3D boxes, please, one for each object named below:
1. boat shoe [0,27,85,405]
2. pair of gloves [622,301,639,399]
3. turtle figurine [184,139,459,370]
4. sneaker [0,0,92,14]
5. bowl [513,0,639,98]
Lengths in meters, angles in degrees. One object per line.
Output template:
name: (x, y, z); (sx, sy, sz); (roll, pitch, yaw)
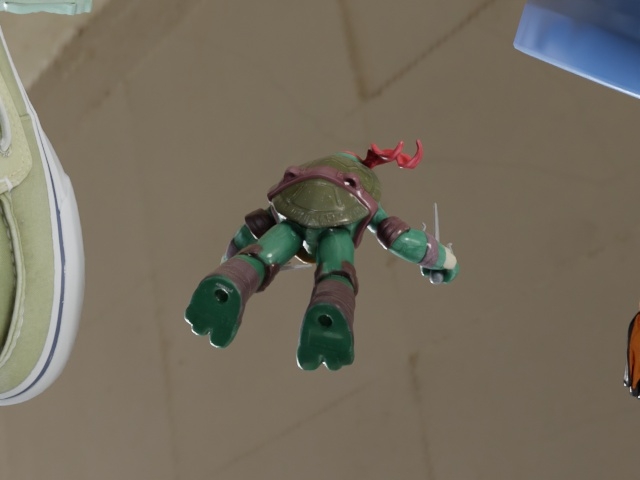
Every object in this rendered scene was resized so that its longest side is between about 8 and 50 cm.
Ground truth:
boat shoe: (-0.191, -0.060, 0.675); (0.094, 0.109, 0.302); (-52, 130, -75)
pair of gloves: (0.198, 0.051, 0.764); (0.010, 0.083, 0.074); (-131, -140, -56)
turtle figurine: (0.000, 0.000, 1.031); (0.175, 0.118, 0.234); (-3, -154, 21)
sneaker: (-0.231, -0.142, 0.916); (0.256, 0.151, 0.094); (-65, -166, 12)
bowl: (0.271, -0.045, 0.555); (0.391, 0.391, 0.077); (36, -70, 56)
